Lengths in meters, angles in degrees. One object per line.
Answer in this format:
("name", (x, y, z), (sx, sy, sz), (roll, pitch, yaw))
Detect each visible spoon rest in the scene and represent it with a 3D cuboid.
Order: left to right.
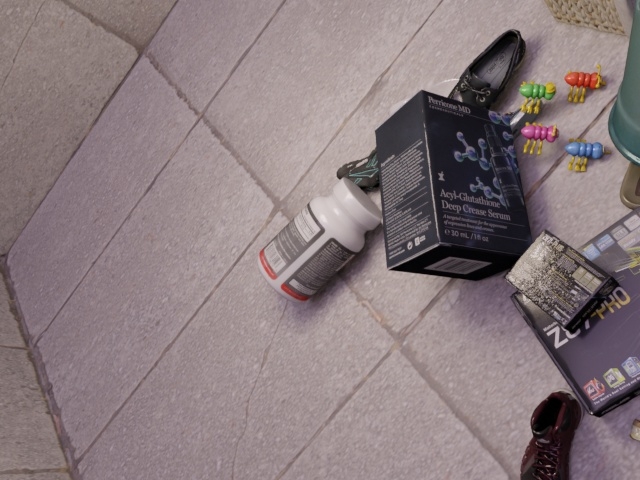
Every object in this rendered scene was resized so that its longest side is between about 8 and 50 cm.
("spoon rest", (0.316, -0.394, 1.699), (0.276, 0.084, 0.138), (-11, 68, 34))

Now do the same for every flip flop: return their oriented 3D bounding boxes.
("flip flop", (0.753, -0.205, 1.313), (0.112, 0.080, 0.277), (17, 82, 38))

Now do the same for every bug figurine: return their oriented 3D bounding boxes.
("bug figurine", (0.607, -0.316, 1.435), (0.216, 0.072, 0.279), (3, 75, 8))

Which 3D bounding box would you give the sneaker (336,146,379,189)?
("sneaker", (0.175, -0.219, 1.751), (0.267, 0.101, 0.106), (-28, 74, 33))

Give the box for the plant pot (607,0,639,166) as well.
("plant pot", (0.761, -0.361, 1.140), (0.340, 0.334, 0.341), (-13, 50, 16))

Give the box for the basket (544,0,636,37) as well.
("basket", (0.708, -0.720, 1.376), (0.266, 0.331, 0.329), (35, 96, 44))

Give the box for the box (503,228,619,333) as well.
("box", (0.526, 0.088, 1.268), (0.147, 0.077, 0.180), (-53, 49, 10))

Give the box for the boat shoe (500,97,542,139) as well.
("boat shoe", (0.504, -0.322, 1.547), (0.183, 0.065, 0.083), (-48, 53, 14))

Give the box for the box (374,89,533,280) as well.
("box", (0.323, -0.125, 1.431), (0.212, 0.293, 0.396), (-35, 53, 55))

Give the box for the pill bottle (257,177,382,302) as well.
("pill bottle", (0.000, 0.000, 1.716), (0.363, 0.210, 0.210), (-43, 54, 16))

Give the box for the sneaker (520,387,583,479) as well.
("sneaker", (0.478, 0.452, 1.240), (0.106, 0.162, 0.282), (9, 80, 38))

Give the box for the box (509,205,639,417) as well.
("box", (0.669, 0.144, 1.249), (0.395, 0.097, 0.318), (-39, 52, 20))

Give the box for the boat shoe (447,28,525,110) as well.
("boat shoe", (0.439, -0.430, 1.564), (0.127, 0.113, 0.340), (44, 90, 17))

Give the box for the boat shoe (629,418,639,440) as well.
("boat shoe", (0.703, 0.397, 1.166), (0.135, 0.050, 0.045), (5, 83, 37))

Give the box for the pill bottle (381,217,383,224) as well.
("pill bottle", (0.257, -0.142, 1.625), (0.131, 0.131, 0.230), (6, 78, 37))
